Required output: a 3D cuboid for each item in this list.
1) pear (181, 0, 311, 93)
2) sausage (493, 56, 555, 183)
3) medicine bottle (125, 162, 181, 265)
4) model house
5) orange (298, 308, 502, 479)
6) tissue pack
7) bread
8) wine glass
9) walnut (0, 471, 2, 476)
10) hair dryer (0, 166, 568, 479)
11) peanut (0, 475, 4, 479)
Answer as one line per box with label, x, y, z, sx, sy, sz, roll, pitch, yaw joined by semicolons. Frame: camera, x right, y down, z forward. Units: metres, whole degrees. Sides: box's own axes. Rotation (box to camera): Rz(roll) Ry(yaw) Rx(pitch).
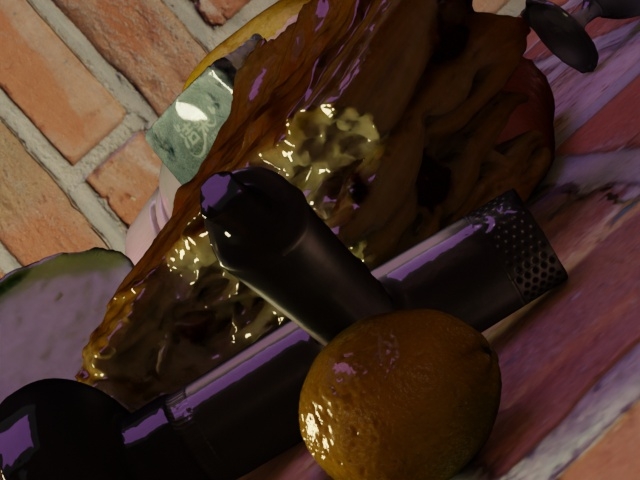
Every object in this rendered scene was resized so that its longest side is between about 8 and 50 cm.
pear;0.008;-0.148;1.564;0.336;0.285;0.285;-34;1;-20
sausage;0.152;-0.100;1.168;0.102;0.102;0.330;-40;7;20
medicine bottle;-0.101;-0.053;1.850;0.325;0.256;0.256;-47;0;38
model house;-0.211;0.139;1.234;0.195;0.214;0.189;-46;-31;-24
orange;0.037;0.071;0.606;0.095;0.085;0.085;-27;10;22
tissue pack;-0.041;-0.057;1.354;0.081;0.257;0.185;-42;4;-37
bread;0.000;0.000;0.952;0.370;0.191;0.314;-61;18;-21
wine glass;0.318;-0.278;1.402;0.222;0.103;0.103;-42;5;-11
walnut;-0.480;0.319;1.759;0.224;0.224;0.224;-41;5;4
hair dryer;-0.057;0.044;0.695;0.320;0.155;0.284;-37;-40;12
peanut;-0.256;0.244;0.918;0.340;0.174;0.158;171;113;-76
